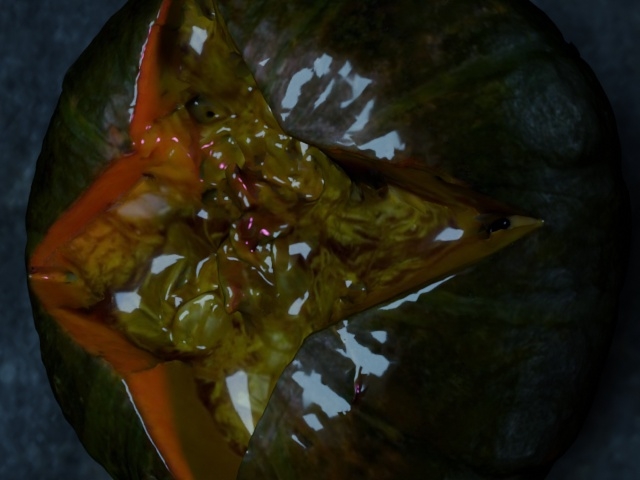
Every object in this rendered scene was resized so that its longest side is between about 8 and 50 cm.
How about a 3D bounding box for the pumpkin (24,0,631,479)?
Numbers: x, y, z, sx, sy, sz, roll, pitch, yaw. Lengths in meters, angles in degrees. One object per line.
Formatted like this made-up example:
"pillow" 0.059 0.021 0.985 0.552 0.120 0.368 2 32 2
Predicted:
"pumpkin" 0.001 0.001 0.587 0.238 0.159 0.238 -3 85 36
